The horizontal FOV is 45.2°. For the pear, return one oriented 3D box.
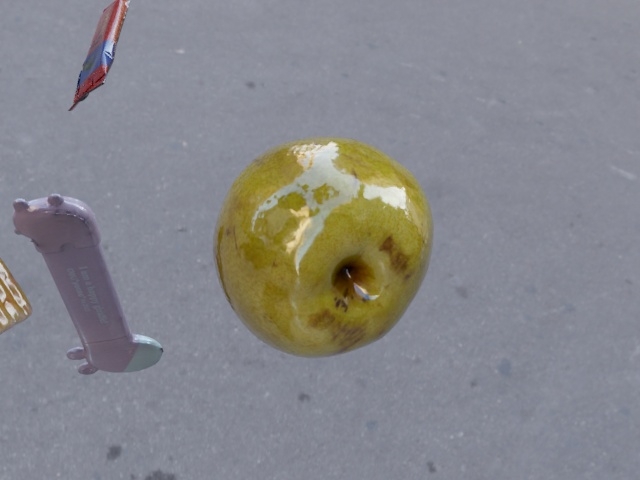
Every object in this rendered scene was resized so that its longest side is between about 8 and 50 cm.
[{"bbox_3d":[0.000,0.000,0.723,0.209,0.209,0.209,7,42,-7],"label":"pear"}]

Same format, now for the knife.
[{"bbox_3d":[-0.297,0.070,1.000,0.132,0.398,0.038,-11,54,-8],"label":"knife"}]

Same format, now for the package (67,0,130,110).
[{"bbox_3d":[-0.293,-0.265,1.039,0.022,0.083,0.200,30,50,-33],"label":"package"}]

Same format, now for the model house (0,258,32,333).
[{"bbox_3d":[-0.366,0.060,0.561,0.202,0.237,0.237,54,49,-6],"label":"model house"}]
